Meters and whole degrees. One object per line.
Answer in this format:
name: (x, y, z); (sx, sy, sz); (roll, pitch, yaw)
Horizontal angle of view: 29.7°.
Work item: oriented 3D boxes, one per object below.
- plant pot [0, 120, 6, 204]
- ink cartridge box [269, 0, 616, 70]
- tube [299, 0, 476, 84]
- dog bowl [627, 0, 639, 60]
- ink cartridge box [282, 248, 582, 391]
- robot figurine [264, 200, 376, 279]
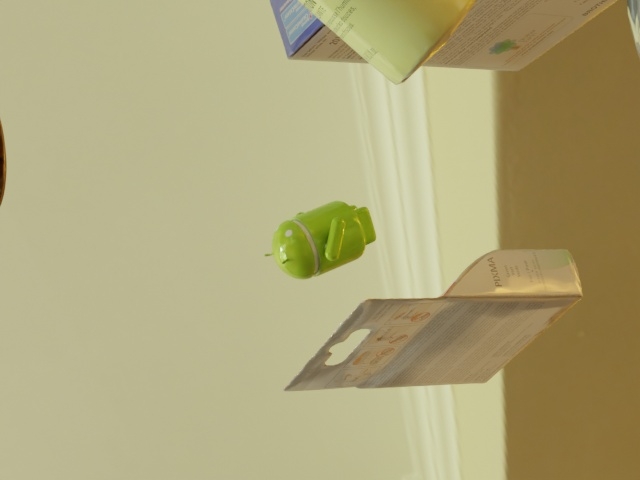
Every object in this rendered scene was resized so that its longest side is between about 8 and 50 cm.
plant pot: (-0.475, -0.095, 1.229); (0.231, 0.215, 0.215); (-11, -39, 11)
ink cartridge box: (0.123, -0.295, 1.184); (0.396, 0.151, 0.270); (-6, -19, -37)
tube: (-0.041, -0.160, 0.490); (0.240, 0.062, 0.070); (40, -47, -6)
dog bowl: (0.429, -0.223, 1.045); (0.349, 0.102, 0.348); (-4, -56, -6)
ink cartridge box: (0.094, 0.073, 1.078); (0.225, 0.056, 0.181); (2, -33, -26)
robot figurine: (0.000, 0.000, 1.256); (0.115, 0.101, 0.067); (-22, -73, -23)
